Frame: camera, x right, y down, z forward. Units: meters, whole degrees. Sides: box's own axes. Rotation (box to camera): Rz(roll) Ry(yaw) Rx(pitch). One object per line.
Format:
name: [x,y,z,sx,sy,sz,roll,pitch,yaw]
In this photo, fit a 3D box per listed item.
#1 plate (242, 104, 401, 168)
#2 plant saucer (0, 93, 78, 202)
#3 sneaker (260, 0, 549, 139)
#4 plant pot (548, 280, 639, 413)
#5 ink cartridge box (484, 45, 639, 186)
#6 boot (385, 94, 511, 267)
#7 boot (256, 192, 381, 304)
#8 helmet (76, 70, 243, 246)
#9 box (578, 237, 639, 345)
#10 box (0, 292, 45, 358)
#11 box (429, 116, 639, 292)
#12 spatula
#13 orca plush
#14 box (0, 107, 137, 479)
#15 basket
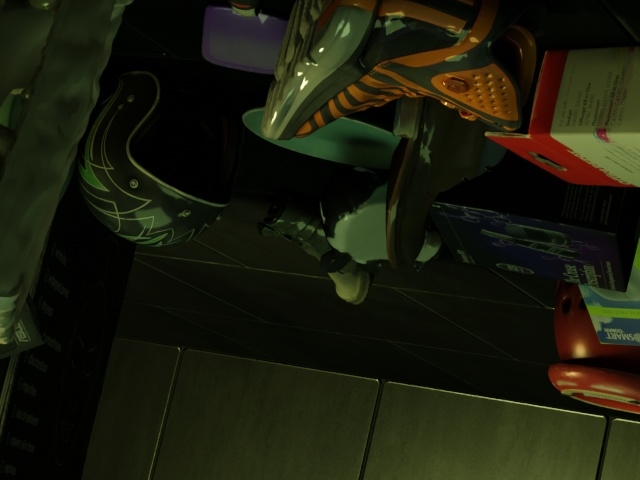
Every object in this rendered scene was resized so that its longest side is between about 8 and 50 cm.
plate: [0.016,-0.109,1.842,0.188,0.024,0.188,12,170,2]
plant saucer: [-0.281,-0.103,1.779,0.037,0.195,0.195,0,165,29]
sneaker: [0.065,-0.126,1.419,0.180,0.125,0.321,16,169,-11]
plant pot: [0.360,0.107,2.158,0.191,0.174,0.191,13,172,2]
ink cartridge box: [0.261,-0.096,1.464,0.231,0.078,0.134,3,165,43]
boot: [0.112,-0.060,1.612,0.106,0.082,0.219,4,130,2]
boot: [0.000,0.000,2.335,0.161,0.083,0.246,20,164,0]
helmet: [-0.165,-0.074,1.866,0.169,0.162,0.169,13,169,2]
box: [0.330,0.049,1.980,0.109,0.042,0.178,2,129,40]
box: [-0.378,0.044,1.743,0.183,0.056,0.231,-19,142,-4]
box: [0.211,-0.036,1.788,0.184,0.103,0.261,13,170,15]
spatula: [-0.059,-0.191,1.488,0.084,0.030,0.296,12,169,2]
orca plush: [0.063,-0.046,1.977,0.151,0.102,0.287,-42,158,25]
box: [-0.415,0.079,2.129,0.297,0.472,0.480,13,170,6]
basket: [-0.298,-0.121,1.370,0.266,0.328,0.331,18,169,-5]
